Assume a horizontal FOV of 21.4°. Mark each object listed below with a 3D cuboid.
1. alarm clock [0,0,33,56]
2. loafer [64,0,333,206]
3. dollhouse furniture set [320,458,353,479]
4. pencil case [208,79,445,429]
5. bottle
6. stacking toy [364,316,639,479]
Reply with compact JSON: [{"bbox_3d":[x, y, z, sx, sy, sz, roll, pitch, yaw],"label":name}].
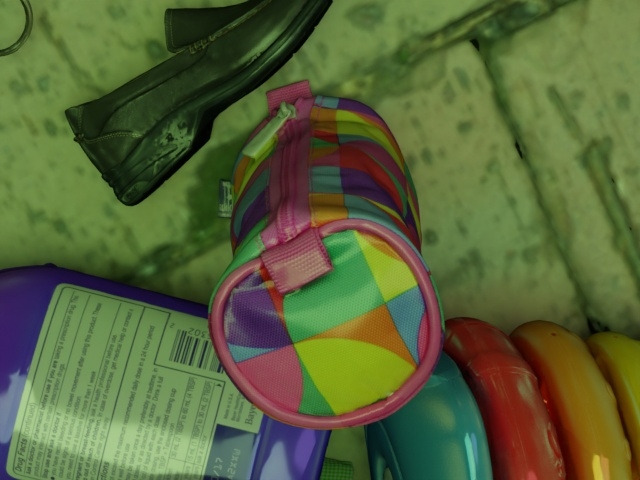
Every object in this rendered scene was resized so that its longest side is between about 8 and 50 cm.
[{"bbox_3d":[-0.240,-0.104,0.846,0.192,0.064,0.129,-7,100,-1],"label":"alarm clock"},{"bbox_3d":[-0.056,-0.094,0.844,0.170,0.062,0.061,-43,92,6],"label":"loafer"},{"bbox_3d":[-0.029,0.188,0.892,0.076,0.058,0.151,8,100,-1],"label":"dollhouse furniture set"},{"bbox_3d":[0.000,0.000,0.777,0.104,0.236,0.104,-1,108,-3],"label":"pencil case"},{"bbox_3d":[-0.132,0.073,0.851,0.283,0.092,0.118,14,81,2],"label":"bottle"},{"bbox_3d":[0.179,0.103,0.841,0.302,0.175,0.165,-9,102,-9],"label":"stacking toy"}]
